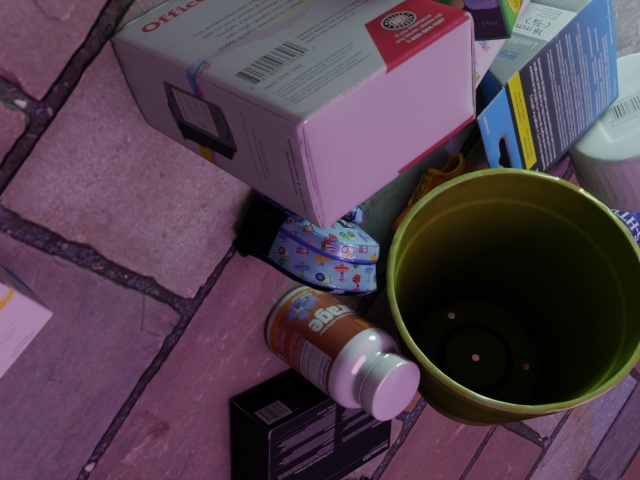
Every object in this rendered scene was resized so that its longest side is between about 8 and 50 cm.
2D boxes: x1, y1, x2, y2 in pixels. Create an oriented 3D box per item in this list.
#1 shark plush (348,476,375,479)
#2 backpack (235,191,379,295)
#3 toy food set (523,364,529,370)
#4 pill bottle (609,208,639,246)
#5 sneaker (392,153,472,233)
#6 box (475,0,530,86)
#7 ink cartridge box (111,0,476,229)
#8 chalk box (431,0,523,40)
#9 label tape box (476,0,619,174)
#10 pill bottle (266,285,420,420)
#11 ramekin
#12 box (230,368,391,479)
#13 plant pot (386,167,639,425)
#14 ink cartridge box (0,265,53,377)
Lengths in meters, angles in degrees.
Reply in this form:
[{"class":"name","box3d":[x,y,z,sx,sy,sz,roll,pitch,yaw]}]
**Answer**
[{"class":"shark plush","box3d":[0.045,0.472,1.516,0.161,0.073,0.067,-33,157,-56]},{"class":"backpack","box3d":[0.000,0.000,1.073,0.158,0.173,0.117,9,106,-47]},{"class":"toy food set","box3d":[0.485,0.195,1.723,0.232,0.111,0.104,-15,123,-37]},{"class":"pill bottle","box3d":[0.604,-0.006,1.724,0.187,0.112,0.112,-32,132,-29]},{"class":"sneaker","box3d":[0.169,-0.074,1.300,0.175,0.064,0.067,-44,115,-23]},{"class":"box","box3d":[0.183,-0.298,1.125,0.103,0.114,0.203,32,89,-51]},{"class":"ink cartridge box","box3d":[-0.028,-0.170,0.842,0.226,0.306,0.131,-37,135,-24]},{"class":"chalk box","box3d":[0.136,-0.345,0.933,0.289,0.180,0.179,-65,145,-30]},{"class":"label tape box","box3d":[0.338,-0.232,1.328,0.334,0.106,0.240,-44,137,-17]},{"class":"pill bottle","box3d":[0.032,0.160,1.167,0.121,0.216,0.121,-24,129,-34]},{"class":"ramekin","box3d":[0.564,-0.200,1.455,0.277,0.277,0.135,-54,132,-6]},{"class":"box","box3d":[-0.008,0.291,1.293,0.261,0.103,0.184,-21,123,-37]},{"class":"plant pot","box3d":[0.273,0.136,1.287,0.366,0.366,0.353,-42,161,-19]},{"class":"ink cartridge box","box3d":[-0.359,0.057,0.808,0.090,0.092,0.143,-52,138,-7]}]
